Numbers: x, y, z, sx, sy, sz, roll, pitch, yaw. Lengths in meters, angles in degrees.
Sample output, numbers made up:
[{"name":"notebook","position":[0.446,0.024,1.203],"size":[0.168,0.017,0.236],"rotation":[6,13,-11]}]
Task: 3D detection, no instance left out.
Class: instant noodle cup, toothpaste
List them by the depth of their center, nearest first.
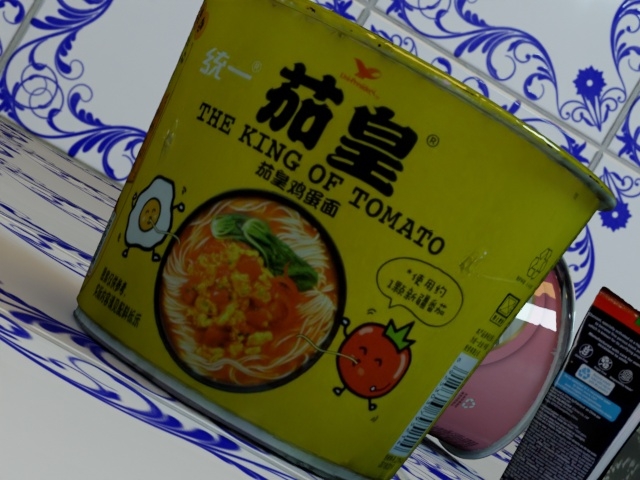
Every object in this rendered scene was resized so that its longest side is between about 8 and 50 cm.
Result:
[{"name":"toothpaste","position":[0.156,0.128,1.053],"size":[0.071,0.193,0.045],"rotation":[32,3,18]},{"name":"instant noodle cup","position":[0.000,0.000,1.155],"size":[0.326,0.254,0.325],"rotation":[30,1,-1]},{"name":"instant noodle cup","position":[0.075,0.067,1.636],"size":[0.255,0.244,0.244],"rotation":[21,5,-26]}]

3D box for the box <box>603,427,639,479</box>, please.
[{"name":"box","position":[0.302,0.238,1.305],"size":[0.243,0.163,0.135],"rotation":[32,11,37]}]
